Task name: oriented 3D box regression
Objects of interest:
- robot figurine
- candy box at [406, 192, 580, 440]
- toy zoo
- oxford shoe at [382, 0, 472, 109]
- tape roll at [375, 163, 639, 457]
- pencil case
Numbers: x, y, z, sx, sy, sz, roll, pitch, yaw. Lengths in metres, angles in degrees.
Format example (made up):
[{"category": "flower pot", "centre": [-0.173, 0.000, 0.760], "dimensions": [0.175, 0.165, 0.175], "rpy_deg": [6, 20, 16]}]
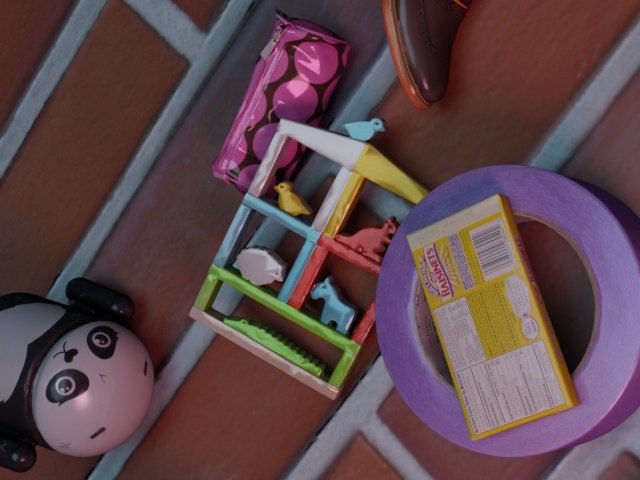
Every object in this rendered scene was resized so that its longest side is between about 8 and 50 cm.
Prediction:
[{"category": "robot figurine", "centre": [-0.335, 0.159, 1.372], "dimensions": [0.278, 0.174, 0.209], "rpy_deg": [14, 101, 34]}, {"category": "candy box", "centre": [0.156, 0.070, 1.034], "dimensions": [0.105, 0.027, 0.205], "rpy_deg": [-26, 72, 32]}, {"category": "toy zoo", "centre": [0.000, 0.000, 1.210], "dimensions": [0.192, 0.030, 0.293], "rpy_deg": [29, 103, 10]}, {"category": "oxford shoe", "centre": [0.126, -0.270, 1.151], "dimensions": [0.098, 0.097, 0.271], "rpy_deg": [0, 86, 28]}, {"category": "tape roll", "centre": [0.191, 0.067, 1.081], "dimensions": [0.275, 0.090, 0.274], "rpy_deg": [-4, 83, 33]}, {"category": "pencil case", "centre": [-0.051, -0.147, 1.255], "dimensions": [0.095, 0.098, 0.209], "rpy_deg": [31, 104, 32]}]
